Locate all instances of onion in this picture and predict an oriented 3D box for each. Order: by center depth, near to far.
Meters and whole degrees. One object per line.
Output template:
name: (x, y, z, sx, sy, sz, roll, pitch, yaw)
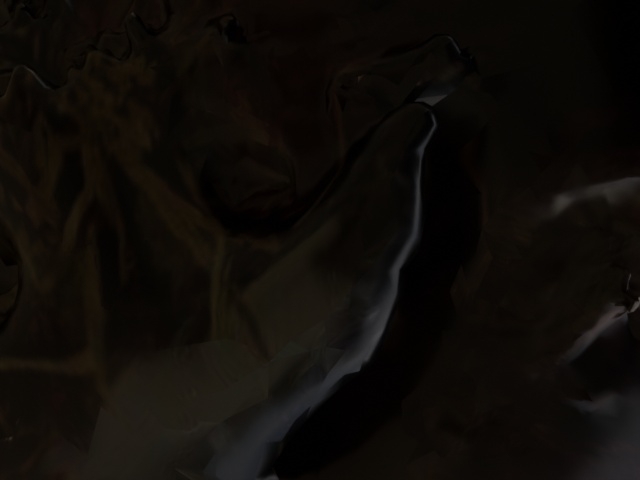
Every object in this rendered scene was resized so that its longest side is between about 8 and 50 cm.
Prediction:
onion: (0.000, 0.000, 0.434, 0.314, 0.232, 0.314, -5, -99, 32)
